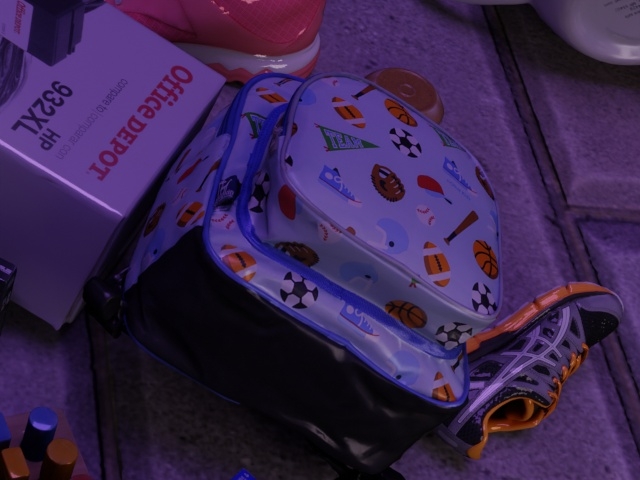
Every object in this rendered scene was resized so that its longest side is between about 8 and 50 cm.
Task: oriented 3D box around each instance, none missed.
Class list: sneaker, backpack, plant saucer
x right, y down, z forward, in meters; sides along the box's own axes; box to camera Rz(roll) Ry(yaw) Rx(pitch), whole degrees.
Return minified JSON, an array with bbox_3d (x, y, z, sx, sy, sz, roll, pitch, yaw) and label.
[{"bbox_3d":[-0.137,-0.220,1.362,0.314,0.136,0.116,0,48,-23],"label":"sneaker"},{"bbox_3d":[0.000,0.000,1.120,0.276,0.213,0.263,37,27,-23],"label":"backpack"},{"bbox_3d":[0.078,-0.136,1.460,0.083,0.015,0.083,12,45,-13],"label":"plant saucer"},{"bbox_3d":[0.161,0.103,1.229,0.215,0.084,0.083,-26,62,-26],"label":"sneaker"}]

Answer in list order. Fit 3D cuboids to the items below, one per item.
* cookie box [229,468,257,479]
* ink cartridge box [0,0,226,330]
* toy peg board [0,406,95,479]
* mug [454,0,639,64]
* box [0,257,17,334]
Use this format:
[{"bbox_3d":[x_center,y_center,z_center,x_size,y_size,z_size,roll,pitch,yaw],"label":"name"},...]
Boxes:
[{"bbox_3d":[-0.078,0.214,1.012,0.040,0.092,0.107,36,46,16],"label":"cookie box"},{"bbox_3d":[-0.255,-0.111,1.171,0.307,0.129,0.223,32,36,-3],"label":"ink cartridge box"},{"bbox_3d":[-0.211,0.170,1.005,0.161,0.079,0.160,-8,53,-30],"label":"toy peg board"},{"bbox_3d":[0.258,-0.344,1.585,0.374,0.276,0.328,-9,54,9],"label":"mug"},{"bbox_3d":[-0.254,0.035,1.110,0.067,0.083,0.018,25,45,2],"label":"box"}]
